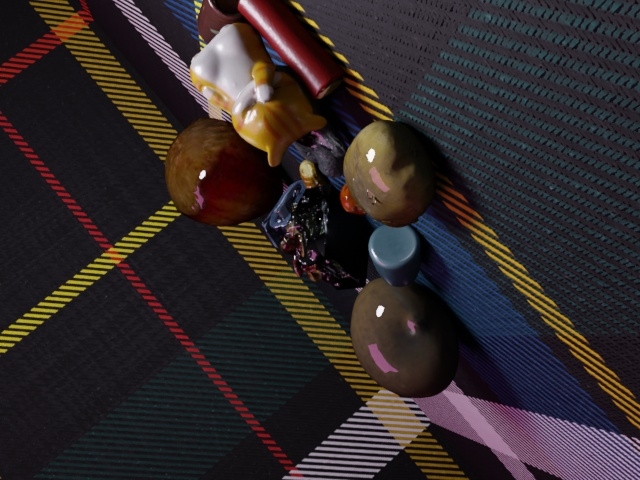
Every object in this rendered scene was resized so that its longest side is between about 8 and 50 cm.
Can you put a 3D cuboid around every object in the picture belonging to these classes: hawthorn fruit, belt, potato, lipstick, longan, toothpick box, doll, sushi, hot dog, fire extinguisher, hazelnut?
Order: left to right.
[{"bbox_3d":[-0.325,-0.214,2.323,0.421,0.352,0.421,23,173,3],"label":"hazelnut"},{"bbox_3d":[-0.206,-0.476,1.523,0.138,0.102,0.344,50,170,-10],"label":"fire extinguisher"},{"bbox_3d":[-0.133,-0.292,1.345,0.269,0.167,0.162,53,-166,17],"label":"doll"},{"bbox_3d":[-0.055,-0.377,1.304,0.241,0.080,0.080,50,170,3],"label":"lipstick"},{"bbox_3d":[-0.075,-0.093,2.062,0.122,0.218,0.128,-2,132,34],"label":"belt"},{"bbox_3d":[-0.055,-0.241,1.554,0.246,0.158,0.340,34,162,29],"label":"doll"},{"bbox_3d":[0.001,0.000,1.913,0.213,0.215,0.227,-7,154,31],"label":"sushi"},{"bbox_3d":[0.006,-0.118,1.993,0.083,0.068,0.289,50,174,45],"label":"hot dog"},{"bbox_3d":[0.091,-0.100,1.653,0.093,0.093,0.093,48,169,12],"label":"hawthorn fruit"},{"bbox_3d":[0.124,-0.113,1.314,0.191,0.141,0.296,51,172,8],"label":"potato"},{"bbox_3d":[0.183,0.041,1.658,0.120,0.120,0.184,46,171,23],"label":"toothpick box"},{"bbox_3d":[0.222,0.261,1.850,0.350,0.288,0.288,60,168,-7],"label":"longan"}]
